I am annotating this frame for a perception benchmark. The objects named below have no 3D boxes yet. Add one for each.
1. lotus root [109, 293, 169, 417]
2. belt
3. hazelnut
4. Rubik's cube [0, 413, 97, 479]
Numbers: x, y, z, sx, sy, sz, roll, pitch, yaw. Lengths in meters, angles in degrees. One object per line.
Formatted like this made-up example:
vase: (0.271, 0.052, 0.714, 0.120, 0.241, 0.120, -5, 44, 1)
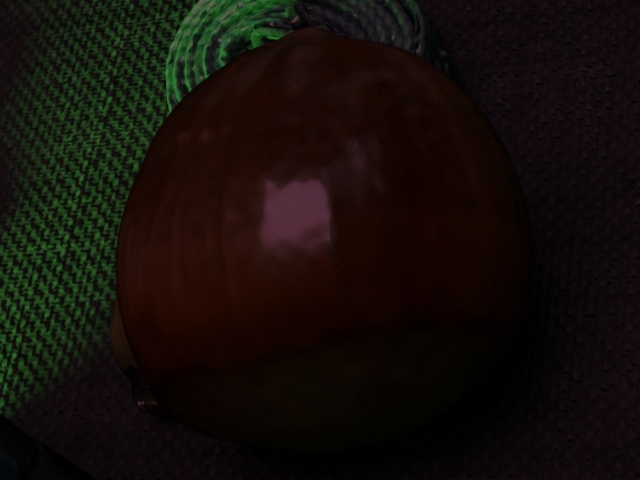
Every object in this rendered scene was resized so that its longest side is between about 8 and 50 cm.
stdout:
lotus root: (-0.078, 0.021, 0.938, 0.072, 0.063, 0.152, -11, 59, 32)
belt: (-0.005, -0.093, 0.961, 0.163, 0.082, 0.147, -12, 60, 21)
hazelnut: (0.000, 0.000, 0.829, 0.214, 0.176, 0.214, 0, 89, 13)
Rubik's cube: (-0.255, 0.189, 0.750, 0.292, 0.287, 0.293, 15, 70, 44)
